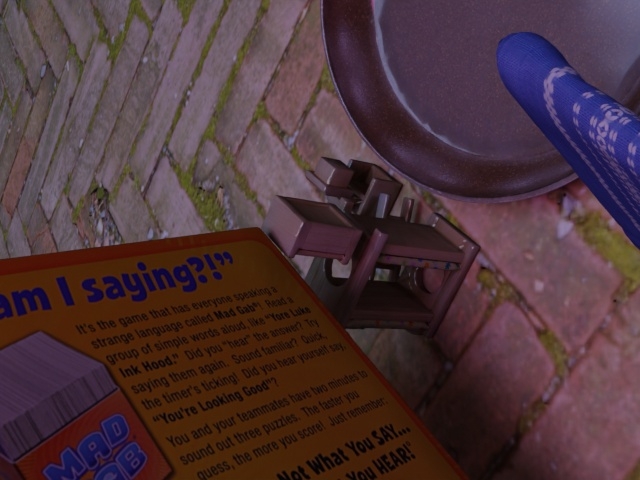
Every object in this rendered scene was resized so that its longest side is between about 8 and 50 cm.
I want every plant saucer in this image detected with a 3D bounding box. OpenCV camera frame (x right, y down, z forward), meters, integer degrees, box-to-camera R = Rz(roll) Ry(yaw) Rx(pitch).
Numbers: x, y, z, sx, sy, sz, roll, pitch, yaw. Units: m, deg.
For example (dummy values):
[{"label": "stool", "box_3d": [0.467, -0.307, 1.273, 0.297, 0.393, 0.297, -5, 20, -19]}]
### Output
[{"label": "plant saucer", "box_3d": [0.128, -0.183, 0.620, 0.311, 0.050, 0.310, 9, 103, 43]}]

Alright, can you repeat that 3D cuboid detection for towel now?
[{"label": "towel", "box_3d": [0.228, 0.038, 0.362, 0.040, 0.243, 0.336, -48, 46, 9]}]

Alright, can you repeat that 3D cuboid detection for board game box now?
[{"label": "board game box", "box_3d": [-0.135, 0.252, 0.467, 0.356, 0.357, 0.356, 50, 124, 25]}]

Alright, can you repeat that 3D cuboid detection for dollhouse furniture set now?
[{"label": "dollhouse furniture set", "box_3d": [0.000, 0.000, 0.692, 0.161, 0.182, 0.101, 45, 119, 45]}]
